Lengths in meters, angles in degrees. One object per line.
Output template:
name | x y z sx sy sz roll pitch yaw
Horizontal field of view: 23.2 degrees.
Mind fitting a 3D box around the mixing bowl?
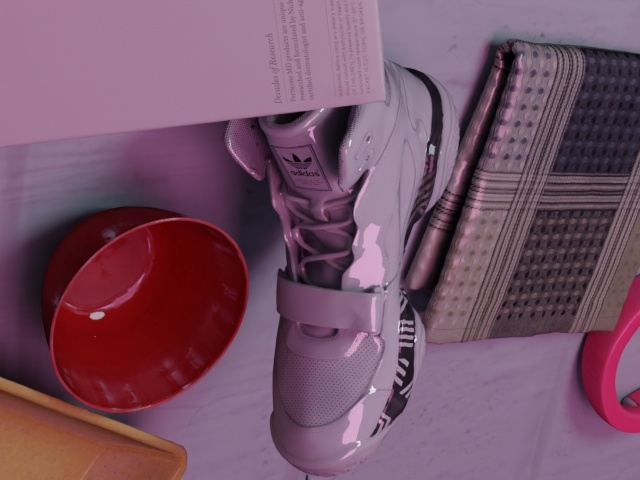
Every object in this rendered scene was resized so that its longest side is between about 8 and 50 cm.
mixing bowl | -0.160 0.040 1.291 0.181 0.098 0.181 -20 129 -26

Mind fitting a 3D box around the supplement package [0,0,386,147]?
supplement package | -0.114 -0.191 1.037 0.293 0.177 0.175 -7 127 0

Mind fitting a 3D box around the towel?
towel | 0.241 -0.044 1.594 0.312 0.056 0.324 0 116 -41

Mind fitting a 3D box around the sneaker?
sneaker | 0.000 0.000 1.279 0.210 0.137 0.366 34 66 -56

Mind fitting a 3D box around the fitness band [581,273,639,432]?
fitness band | 0.423 0.105 1.828 0.291 0.054 0.209 -29 129 -21

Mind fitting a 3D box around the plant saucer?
plant saucer | -0.325 0.249 1.313 0.332 0.081 0.333 30 97 -46
